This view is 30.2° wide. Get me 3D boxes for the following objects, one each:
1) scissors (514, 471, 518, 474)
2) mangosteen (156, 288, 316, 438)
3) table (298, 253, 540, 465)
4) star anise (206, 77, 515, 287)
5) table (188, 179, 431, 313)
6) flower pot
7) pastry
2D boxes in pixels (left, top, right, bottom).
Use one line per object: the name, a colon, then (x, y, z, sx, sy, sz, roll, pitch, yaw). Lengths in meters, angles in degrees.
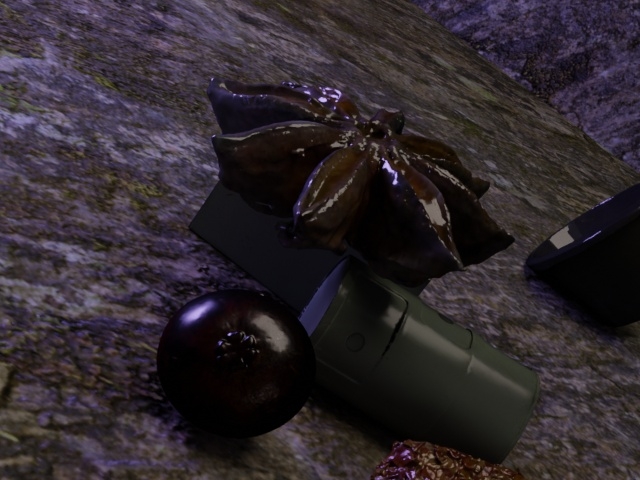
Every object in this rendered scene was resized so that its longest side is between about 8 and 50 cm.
scissors: (0.186, 0.253, 1.173, 0.058, 0.014, 0.119, 32, 18, -8)
mangosteen: (-0.068, 0.104, 0.977, 0.140, 0.140, 0.140, 31, 21, -13)
table: (0.086, 0.123, 1.143, 0.220, 0.126, 0.126, 32, 21, -7)
star anise: (0.029, -0.058, 1.133, 0.332, 0.117, 0.331, 25, 24, -12)
table: (0.000, 0.000, 1.278, 0.240, 0.121, 0.111, 38, 21, 4)
flower pot: (0.470, 0.027, 1.828, 0.166, 0.269, 0.269, 57, 22, 1)
pastry: (0.120, 0.215, 1.060, 0.169, 0.087, 0.063, 26, 67, -30)
